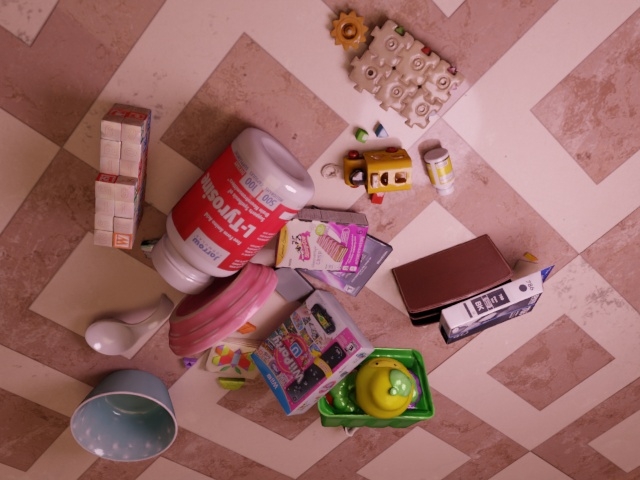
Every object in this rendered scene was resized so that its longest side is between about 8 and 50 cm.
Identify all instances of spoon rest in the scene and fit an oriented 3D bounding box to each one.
[{"bbox_3d":[-0.559,0.254,1.548,0.276,0.084,0.137,-29,120,10],"label":"spoon rest"}]

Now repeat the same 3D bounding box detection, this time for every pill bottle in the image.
[{"bbox_3d":[0.317,-0.179,1.401,0.065,0.065,0.116,-20,121,5],"label":"pill bottle"},{"bbox_3d":[-0.226,-0.060,1.311,0.229,0.229,0.407,37,110,-25],"label":"pill bottle"}]

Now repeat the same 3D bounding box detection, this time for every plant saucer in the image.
[{"bbox_3d":[-0.267,0.158,1.388,0.332,0.332,0.084,-30,107,11],"label":"plant saucer"}]

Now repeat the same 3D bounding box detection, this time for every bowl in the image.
[{"bbox_3d":[-0.597,0.525,1.662,0.311,0.163,0.311,-4,122,-6],"label":"bowl"}]

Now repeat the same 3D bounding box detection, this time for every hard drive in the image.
[{"bbox_3d":[-0.092,0.121,1.544,0.094,0.022,0.135,-26,126,23],"label":"hard drive"}]

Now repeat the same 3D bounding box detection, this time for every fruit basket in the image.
[{"bbox_3d":[0.169,0.435,1.627,0.392,0.283,0.392,-3,136,-2],"label":"fruit basket"}]

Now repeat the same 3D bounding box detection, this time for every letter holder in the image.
[{"bbox_3d":[0.387,0.145,1.520,0.302,0.214,0.152,-21,121,5],"label":"letter holder"}]

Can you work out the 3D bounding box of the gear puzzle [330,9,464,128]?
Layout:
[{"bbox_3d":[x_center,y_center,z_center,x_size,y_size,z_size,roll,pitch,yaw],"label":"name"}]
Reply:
[{"bbox_3d":[0.161,-0.413,1.258,0.339,0.044,0.175,29,115,-19],"label":"gear puzzle"}]

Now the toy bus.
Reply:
[{"bbox_3d":[0.137,-0.172,1.361,0.191,0.104,0.202,35,111,-24],"label":"toy bus"}]

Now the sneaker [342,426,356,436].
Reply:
[{"bbox_3d":[0.139,0.600,1.843,0.064,0.086,0.192,26,115,-21],"label":"sneaker"}]

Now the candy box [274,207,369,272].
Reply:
[{"bbox_3d":[0.000,0.000,1.440,0.233,0.071,0.159,5,121,-9],"label":"candy box"}]

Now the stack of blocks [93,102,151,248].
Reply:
[{"bbox_3d":[-0.469,-0.151,1.260,0.087,0.171,0.297,8,119,-12],"label":"stack of blocks"}]

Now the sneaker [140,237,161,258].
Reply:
[{"bbox_3d":[-0.436,0.029,1.455,0.098,0.038,0.069,-6,124,7],"label":"sneaker"}]

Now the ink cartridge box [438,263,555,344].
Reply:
[{"bbox_3d":[0.489,0.179,1.453,0.332,0.065,0.165,-23,152,-2],"label":"ink cartridge box"}]

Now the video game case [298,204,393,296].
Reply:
[{"bbox_3d":[0.043,0.037,1.524,0.274,0.026,0.196,26,115,-22],"label":"video game case"}]

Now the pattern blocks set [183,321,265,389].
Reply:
[{"bbox_3d":[-0.269,0.370,1.688,0.325,0.026,0.285,1,121,-8],"label":"pattern blocks set"}]

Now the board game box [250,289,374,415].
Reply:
[{"bbox_3d":[-0.030,0.328,1.560,0.303,0.224,0.097,-46,152,14],"label":"board game box"}]

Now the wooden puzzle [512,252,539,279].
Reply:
[{"bbox_3d":[0.627,0.092,1.636,0.078,0.014,0.116,21,116,-14],"label":"wooden puzzle"}]
